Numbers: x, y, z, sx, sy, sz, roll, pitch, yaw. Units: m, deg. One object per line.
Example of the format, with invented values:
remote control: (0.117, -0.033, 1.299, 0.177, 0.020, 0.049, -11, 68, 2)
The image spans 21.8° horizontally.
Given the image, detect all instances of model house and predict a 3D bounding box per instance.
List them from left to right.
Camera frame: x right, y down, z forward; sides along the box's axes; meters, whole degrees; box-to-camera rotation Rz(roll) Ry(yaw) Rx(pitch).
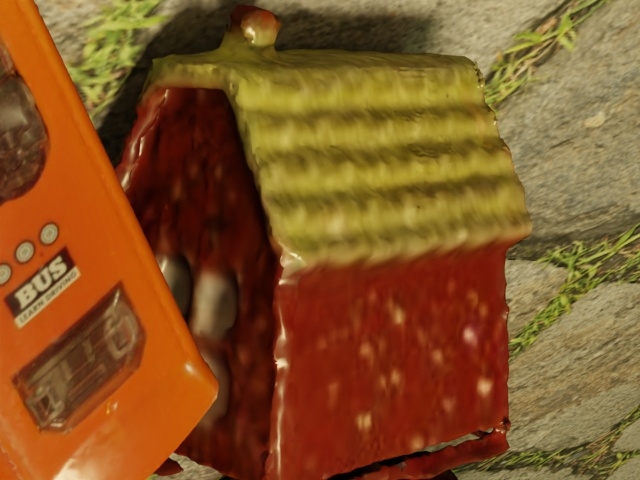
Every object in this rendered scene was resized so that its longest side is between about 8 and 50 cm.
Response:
model house: (0.000, 0.000, 0.899, 0.196, 0.160, 0.254, -8, 108, -42)

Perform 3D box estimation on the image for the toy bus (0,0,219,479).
toy bus: (-0.147, 0.018, 0.716, 0.143, 0.153, 0.329, -43, 137, -25)

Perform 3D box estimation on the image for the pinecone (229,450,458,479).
pinecone: (0.041, 0.366, 1.371, 0.398, 0.397, 0.397, -22, 153, -12)
